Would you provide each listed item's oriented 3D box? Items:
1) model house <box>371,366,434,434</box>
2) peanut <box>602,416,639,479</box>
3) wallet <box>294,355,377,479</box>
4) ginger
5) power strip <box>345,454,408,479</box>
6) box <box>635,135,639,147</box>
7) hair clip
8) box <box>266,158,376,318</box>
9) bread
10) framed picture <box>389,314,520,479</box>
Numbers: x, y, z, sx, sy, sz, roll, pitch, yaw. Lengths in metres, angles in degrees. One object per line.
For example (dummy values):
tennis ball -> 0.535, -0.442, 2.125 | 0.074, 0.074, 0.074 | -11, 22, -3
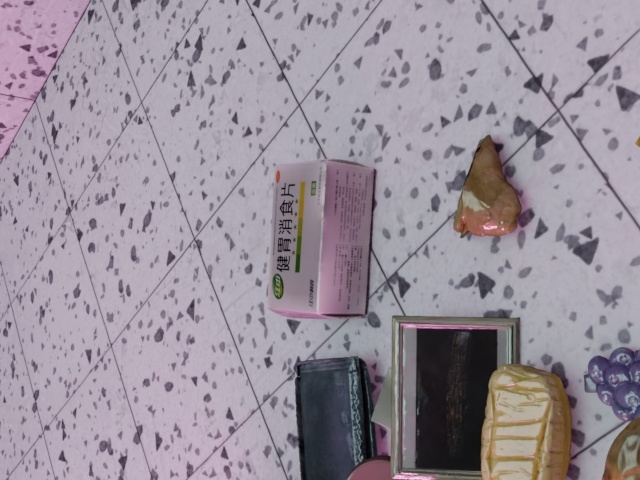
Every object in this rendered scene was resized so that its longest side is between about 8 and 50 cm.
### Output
model house -> 0.188, 0.318, 1.762 | 0.149, 0.100, 0.127 | 33, 110, 47
peanut -> 0.527, 0.356, 1.373 | 0.233, 0.110, 0.197 | 3, 96, 49
wallet -> 0.034, 0.414, 1.948 | 0.237, 0.075, 0.342 | -16, 76, 53
ginger -> 0.310, -0.096, 1.689 | 0.122, 0.115, 0.193 | 10, 86, 27
power strip -> 0.117, 0.489, 1.785 | 0.154, 0.078, 0.154 | -1, 83, 5
box -> 0.567, -0.141, 1.447 | 0.156, 0.022, 0.089 | 48, 122, 39
hair clip -> 0.506, 0.226, 1.466 | 0.195, 0.052, 0.124 | -11, 76, 40
box -> 0.000, 0.003, 1.975 | 0.173, 0.145, 0.333 | 1, 87, 50
bread -> 0.346, 0.326, 1.573 | 0.140, 0.106, 0.236 | 2, 85, 35
framed picture -> 0.238, 0.280, 1.668 | 0.231, 0.018, 0.293 | 0, 85, 9
